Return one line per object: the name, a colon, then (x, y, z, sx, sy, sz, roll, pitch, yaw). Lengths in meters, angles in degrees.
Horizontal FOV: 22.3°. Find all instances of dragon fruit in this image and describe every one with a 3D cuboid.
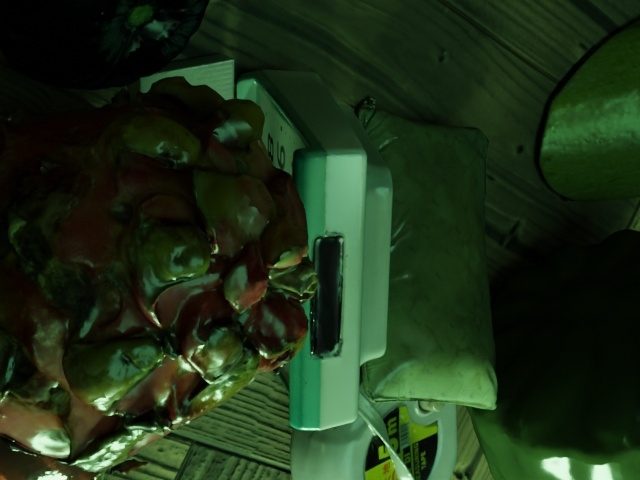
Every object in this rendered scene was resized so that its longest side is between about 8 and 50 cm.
dragon fruit: (-0.129, -0.006, 1.253, 0.263, 0.296, 0.314, -37, 180, 31)

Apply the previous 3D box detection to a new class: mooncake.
mooncake: (0.327, 0.145, 1.737, 0.356, 0.356, 0.194, -38, 132, -24)

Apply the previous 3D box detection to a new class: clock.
clock: (0.000, 0.000, 1.447, 0.116, 0.231, 0.262, -6, 114, -14)

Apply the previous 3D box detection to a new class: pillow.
pillow: (0.107, 0.014, 1.612, 0.185, 0.075, 0.302, 7, 76, -40)

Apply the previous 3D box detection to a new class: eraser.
eraser: (-0.125, -0.086, 1.452, 0.104, 0.023, 0.150, -16, 118, -38)

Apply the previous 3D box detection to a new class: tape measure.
tape measure: (0.057, 0.203, 1.679, 0.197, 0.120, 0.236, -20, 115, -40)

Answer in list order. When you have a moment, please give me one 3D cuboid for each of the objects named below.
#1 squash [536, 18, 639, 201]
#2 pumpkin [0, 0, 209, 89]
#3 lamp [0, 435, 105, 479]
squash: (0.339, -0.154, 1.852, 0.204, 0.155, 0.236, -54, 149, -67)
pumpkin: (-0.174, -0.210, 1.264, 0.202, 0.140, 0.202, -31, 150, -20)
lamp: (-0.265, 0.147, 1.340, 0.223, 0.151, 0.215, -40, 127, -20)
